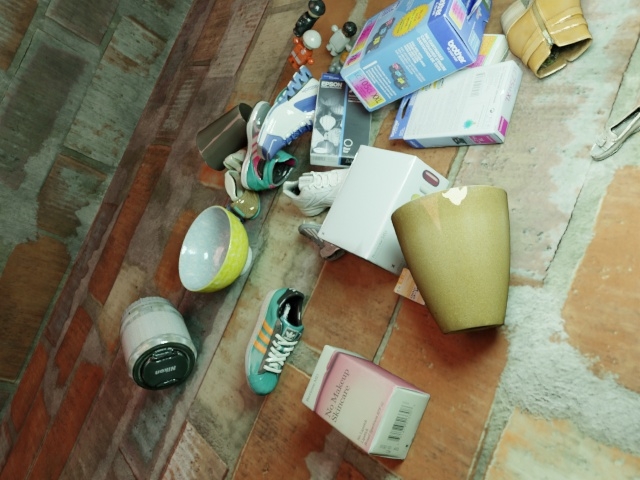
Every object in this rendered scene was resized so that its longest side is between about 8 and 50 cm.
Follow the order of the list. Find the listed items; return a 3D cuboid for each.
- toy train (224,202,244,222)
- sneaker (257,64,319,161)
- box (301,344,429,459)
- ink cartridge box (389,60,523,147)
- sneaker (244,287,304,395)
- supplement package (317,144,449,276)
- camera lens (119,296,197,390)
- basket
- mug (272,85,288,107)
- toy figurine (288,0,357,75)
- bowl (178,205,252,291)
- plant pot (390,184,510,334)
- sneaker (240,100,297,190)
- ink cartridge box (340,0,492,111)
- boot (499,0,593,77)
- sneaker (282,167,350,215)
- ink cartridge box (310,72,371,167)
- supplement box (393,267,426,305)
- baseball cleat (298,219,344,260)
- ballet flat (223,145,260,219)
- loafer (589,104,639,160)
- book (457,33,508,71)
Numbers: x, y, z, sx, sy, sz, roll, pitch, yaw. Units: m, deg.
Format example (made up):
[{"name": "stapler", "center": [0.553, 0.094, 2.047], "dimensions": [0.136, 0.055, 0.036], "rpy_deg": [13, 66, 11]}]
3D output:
[{"name": "toy train", "center": [-0.346, -0.047, 1.898], "dimensions": [0.184, 0.080, 0.105], "rpy_deg": [-36, 38, 33]}, {"name": "sneaker", "center": [-0.055, -0.371, 1.639], "dimensions": [0.315, 0.182, 0.127], "rpy_deg": [-60, 0, -11]}, {"name": "box", "center": [0.093, 0.345, 1.157], "dimensions": [0.232, 0.127, 0.149], "rpy_deg": [18, 84, 50]}, {"name": "ink cartridge box", "center": [0.325, -0.326, 1.316], "dimensions": [0.311, 0.065, 0.186], "rpy_deg": [8, 75, 47]}, {"name": "sneaker", "center": [-0.118, 0.269, 1.446], "dimensions": [0.121, 0.108, 0.302], "rpy_deg": [-13, 59, 48]}, {"name": "supplement package", "center": [0.150, -0.076, 1.308], "dimensions": [0.204, 0.145, 0.262], "rpy_deg": [25, 90, 51]}, {"name": "camera lens", "center": [-0.552, 0.347, 1.795], "dimensions": [0.219, 0.219, 0.274], "rpy_deg": [-55, 40, 11]}, {"name": "basket", "center": [-0.342, -0.406, 2.033], "dimensions": [0.227, 0.154, 0.204], "rpy_deg": [-32, 49, 28]}, {"name": "mug", "center": [-0.093, -0.450, 1.816], "dimensions": [0.157, 0.097, 0.129], "rpy_deg": [25, 90, 52]}, {"name": "toy figurine", "center": [0.016, -0.636, 1.706], "dimensions": [0.148, 0.209, 0.213], "rpy_deg": [-36, 41, 53]}, {"name": "bowl", "center": [-0.320, 0.046, 1.748], "dimensions": [0.289, 0.156, 0.289], "rpy_deg": [-22, 57, 39]}, {"name": "plant pot", "center": [0.279, 0.052, 1.063], "dimensions": [0.237, 0.237, 0.254], "rpy_deg": [-21, 71, 40]}, {"name": "sneaker", "center": [-0.157, -0.301, 1.741], "dimensions": [0.178, 0.124, 0.296], "rpy_deg": [14, 100, 30]}, {"name": "ink cartridge box", "center": [0.271, -0.532, 1.367], "dimensions": [0.395, 0.151, 0.270], "rpy_deg": [-14, 43, 43]}, {"name": "boot", "center": [0.530, -0.506, 1.147], "dimensions": [0.283, 0.109, 0.220], "rpy_deg": [-38, 45, 31]}, {"name": "sneaker", "center": [0.012, -0.146, 1.512], "dimensions": [0.297, 0.129, 0.111], "rpy_deg": [-17, 56, 41]}, {"name": "ink cartridge box", "center": [0.066, -0.369, 1.552], "dimensions": [0.065, 0.165, 0.333], "rpy_deg": [92, -177, -66]}, {"name": "supplement box", "center": [0.221, 0.108, 1.214], "dimensions": [0.098, 0.036, 0.062], "rpy_deg": [22, 87, 50]}, {"name": "baseball cleat", "center": [0.000, 0.000, 1.492], "dimensions": [0.206, 0.072, 0.109], "rpy_deg": [1, 77, 52]}, {"name": "ballet flat", "center": [-0.285, -0.229, 1.888], "dimensions": [0.116, 0.124, 0.342], "rpy_deg": [-30, 50, 34]}, {"name": "loafer", "center": [0.561, -0.206, 1.006], "dimensions": [0.125, 0.039, 0.045], "rpy_deg": [-43, 44, 23]}, {"name": "book", "center": [0.393, -0.470, 1.343], "dimensions": [0.144, 0.035, 0.096], "rpy_deg": [36, 99, 52]}]
